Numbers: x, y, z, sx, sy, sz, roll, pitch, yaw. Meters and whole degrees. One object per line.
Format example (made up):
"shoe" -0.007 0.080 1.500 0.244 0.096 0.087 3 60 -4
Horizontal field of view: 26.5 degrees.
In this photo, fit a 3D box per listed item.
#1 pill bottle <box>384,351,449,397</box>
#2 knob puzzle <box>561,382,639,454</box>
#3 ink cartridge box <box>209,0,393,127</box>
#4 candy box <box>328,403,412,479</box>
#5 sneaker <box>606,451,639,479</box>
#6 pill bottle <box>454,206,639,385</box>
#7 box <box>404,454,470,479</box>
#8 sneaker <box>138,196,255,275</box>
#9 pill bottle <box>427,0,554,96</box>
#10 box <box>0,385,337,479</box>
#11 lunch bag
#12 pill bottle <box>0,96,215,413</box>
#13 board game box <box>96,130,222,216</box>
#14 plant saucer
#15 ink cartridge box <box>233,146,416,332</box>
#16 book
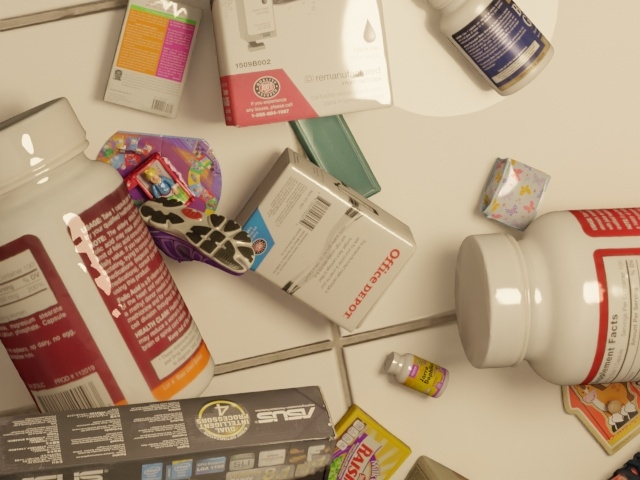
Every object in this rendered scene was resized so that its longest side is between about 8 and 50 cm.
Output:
"pill bottle" 0.130 0.180 1.846 0.083 0.043 0.043 24 96 -12
"knob puzzle" 0.420 0.180 1.897 0.213 0.030 0.213 -2 101 -8
"ink cartridge box" -0.033 -0.293 1.685 0.207 0.117 0.283 -8 97 -7
"candy box" 0.021 0.335 1.868 0.105 0.027 0.206 39 93 -15
"sneaker" 0.454 0.338 1.879 0.148 0.131 0.350 17 98 -16
"pill bottle" 0.393 0.071 1.768 0.407 0.229 0.229 -2 101 -9
"box" 0.178 0.409 1.758 0.121 0.311 0.148 30 95 -13
"sneaker" -0.155 0.002 1.717 0.170 0.068 0.071 26 138 24
"pill bottle" 0.213 -0.276 1.747 0.094 0.094 0.169 -44 104 1
"box" -0.196 0.323 1.634 0.394 0.097 0.318 -4 132 -16
"lunch bag" 0.257 -0.061 1.816 0.071 0.053 0.083 20 87 -14
"pill bottle" -0.307 0.040 1.662 0.224 0.224 0.392 -26 103 -3
"board game box" -0.210 -0.069 1.754 0.168 0.033 0.133 5 100 -9
"plant saucer" 0.010 -0.131 1.783 0.067 0.018 0.192 -29 104 -2
"ink cartridge box" 0.000 0.000 1.762 0.203 0.086 0.148 33 104 -14
"book" -0.212 -0.236 1.723 0.096 0.035 0.144 14 99 -14
